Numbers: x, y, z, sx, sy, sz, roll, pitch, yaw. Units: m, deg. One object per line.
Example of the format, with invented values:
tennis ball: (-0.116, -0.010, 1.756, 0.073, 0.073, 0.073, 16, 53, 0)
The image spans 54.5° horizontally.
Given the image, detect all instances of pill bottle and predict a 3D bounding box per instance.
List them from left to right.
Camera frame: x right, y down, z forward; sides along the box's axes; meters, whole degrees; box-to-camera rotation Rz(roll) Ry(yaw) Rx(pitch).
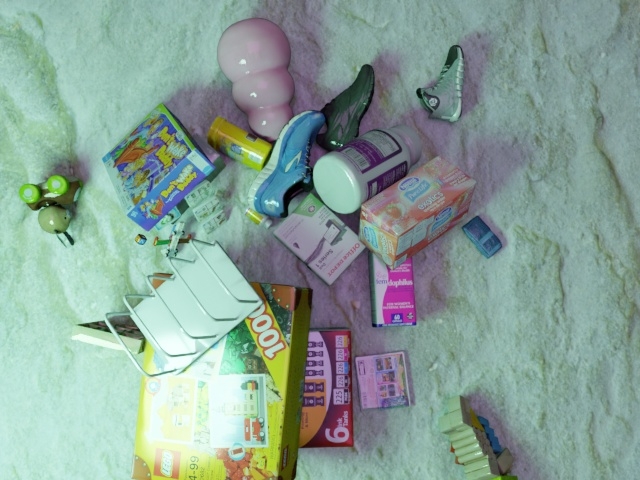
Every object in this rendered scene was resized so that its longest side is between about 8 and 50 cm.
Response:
pill bottle: (-0.175, -0.068, 1.768, 0.083, 0.043, 0.043, 38, 84, 1)
pill bottle: (0.138, -0.206, 1.695, 0.302, 0.169, 0.169, -32, 86, -34)

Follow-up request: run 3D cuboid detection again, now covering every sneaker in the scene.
sneaker: (-0.063, -0.205, 1.720, 0.147, 0.130, 0.329, 26, 86, 17)
sneaker: (0.073, -0.383, 1.786, 0.130, 0.109, 0.286, 20, 82, 6)
sneaker: (0.347, -0.463, 1.816, 0.132, 0.086, 0.228, 2, 85, 0)

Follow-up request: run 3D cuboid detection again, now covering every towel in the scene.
towel: (0.471, -0.011, 1.804, 0.067, 0.029, 0.119, -40, 87, -7)

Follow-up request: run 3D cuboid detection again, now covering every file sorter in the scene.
file sorter: (-0.312, 0.152, 1.399, 0.278, 0.173, 0.192, -40, 78, 6)

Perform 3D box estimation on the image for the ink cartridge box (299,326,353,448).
ink cartridge box: (-0.051, 0.395, 1.687, 0.272, 0.130, 0.309, -1, 85, -2)

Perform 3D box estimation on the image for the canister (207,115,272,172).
canister: (-0.224, -0.266, 1.743, 0.170, 0.126, 0.073, 27, 76, -1)

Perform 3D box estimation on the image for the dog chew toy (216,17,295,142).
dog chew toy: (-0.165, -0.439, 1.734, 0.207, 0.206, 0.331, -14, 93, -4)

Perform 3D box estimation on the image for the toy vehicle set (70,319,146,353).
toy vehicle set: (-0.517, 0.247, 1.608, 0.166, 0.267, 0.035, 14, 84, -2)

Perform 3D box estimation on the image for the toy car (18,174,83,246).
toy car: (-0.710, -0.073, 1.694, 0.149, 0.155, 0.188, -17, 95, -4)

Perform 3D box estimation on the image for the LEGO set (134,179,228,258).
LEGO set: (-0.386, -0.049, 1.695, 0.244, 0.182, 0.060, -37, 57, -13)

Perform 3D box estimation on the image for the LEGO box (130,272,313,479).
LEGO box: (-0.238, 0.345, 1.554, 0.373, 0.193, 0.499, 4, 86, 12)

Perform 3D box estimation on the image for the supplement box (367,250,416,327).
supplement box: (0.198, 0.131, 1.735, 0.111, 0.114, 0.219, -3, 83, -3)

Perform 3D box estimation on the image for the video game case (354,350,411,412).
video game case: (0.175, 0.399, 1.754, 0.143, 0.019, 0.157, -6, 84, -4)

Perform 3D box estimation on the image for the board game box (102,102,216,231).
board game box: (-0.433, -0.203, 1.624, 0.233, 0.347, 0.078, -43, 131, 1)

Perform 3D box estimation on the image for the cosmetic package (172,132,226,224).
cosmetic package: (-0.380, -0.166, 1.727, 0.107, 0.127, 0.238, 43, 82, 4)

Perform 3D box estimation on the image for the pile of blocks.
pile of blocks: (0.439, 0.605, 1.719, 0.113, 0.149, 0.362, -36, 74, 37)

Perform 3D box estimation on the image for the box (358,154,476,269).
box: (0.259, -0.079, 1.675, 0.300, 0.154, 0.142, -33, 59, -24)

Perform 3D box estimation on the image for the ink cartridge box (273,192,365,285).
ink cartridge box: (0.000, 0.000, 1.746, 0.219, 0.092, 0.160, 42, 84, 2)
